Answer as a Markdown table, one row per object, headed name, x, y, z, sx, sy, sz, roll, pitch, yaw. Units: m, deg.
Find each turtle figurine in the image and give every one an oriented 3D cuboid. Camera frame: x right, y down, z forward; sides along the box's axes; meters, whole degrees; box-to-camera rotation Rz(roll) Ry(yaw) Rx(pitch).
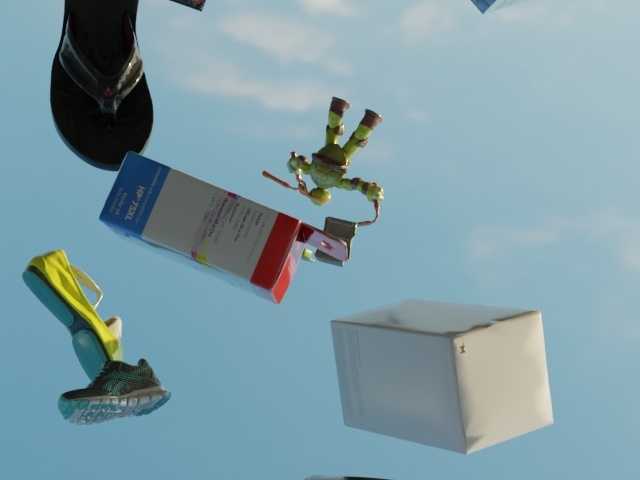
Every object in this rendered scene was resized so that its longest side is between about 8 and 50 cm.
| name | x | y | z | sx | sy | sz | roll | pitch | yaw |
| --- | --- | --- | --- | --- | --- | --- | --- | --- | --- |
| turtle figurine | 0.016 | -0.155 | 2.623 | 0.269 | 0.217 | 0.087 | 23 | -177 | 32 |

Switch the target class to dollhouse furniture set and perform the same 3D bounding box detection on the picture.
| name | x | y | z | sx | sy | sz | roll | pitch | yaw |
| --- | --- | --- | --- | --- | --- | --- | --- | --- | --- |
| dollhouse furniture set | 0.000 | 0.000 | 2.327 | 0.152 | 0.058 | 0.076 | 13 | -101 | 30 |

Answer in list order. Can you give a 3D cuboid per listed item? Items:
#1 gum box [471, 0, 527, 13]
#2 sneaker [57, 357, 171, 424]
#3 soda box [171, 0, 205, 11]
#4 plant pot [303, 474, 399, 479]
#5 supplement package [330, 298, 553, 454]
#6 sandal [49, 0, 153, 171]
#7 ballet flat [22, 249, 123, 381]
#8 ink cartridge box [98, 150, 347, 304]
| name | x | y | z | sx | sy | sz | roll | pitch | yaw |
| --- | --- | --- | --- | --- | --- | --- | --- | --- | --- |
| gum box | 0.225 | -0.391 | 1.934 | 0.157 | 0.041 | 0.184 | 50 | -144 | 9 |
| sneaker | -0.276 | 0.192 | 1.823 | 0.166 | 0.065 | 0.076 | -1 | -125 | -47 |
| soda box | -0.198 | -0.373 | 1.972 | 0.053 | 0.060 | 0.169 | 17 | -164 | -24 |
| plant pot | 0.105 | 0.383 | 1.722 | 0.230 | 0.215 | 0.215 | -12 | -153 | 26 |
| supplement package | 0.176 | 0.195 | 2.095 | 0.177 | 0.175 | 0.293 | -12 | -172 | -33 |
| sandal | -0.366 | -0.325 | 2.323 | 0.168 | 0.107 | 0.445 | -3 | -114 | -9 |
| ballet flat | -0.326 | 0.111 | 1.976 | 0.077 | 0.231 | 0.077 | -38 | -173 | -38 |
| ink cartridge box | -0.092 | -0.002 | 1.405 | 0.231 | 0.078 | 0.134 | 23 | 173 | 5 |
